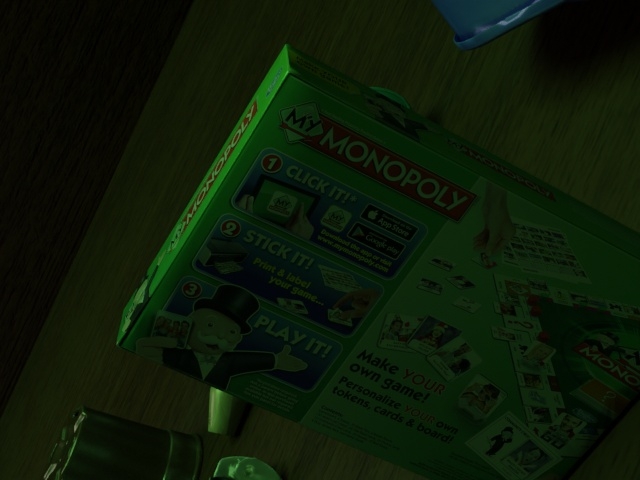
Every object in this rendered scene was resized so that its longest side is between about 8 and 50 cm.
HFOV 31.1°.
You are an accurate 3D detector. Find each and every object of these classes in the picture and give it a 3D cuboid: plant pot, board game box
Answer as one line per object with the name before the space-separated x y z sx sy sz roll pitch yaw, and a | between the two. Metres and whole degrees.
plant pot | -0.266 0.304 1.513 0.167 0.165 0.167 -53 21 31
board game box | 0.063 0.042 0.729 0.213 0.317 0.046 -56 20 23

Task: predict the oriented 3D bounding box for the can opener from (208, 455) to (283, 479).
can opener | -0.110 0.364 1.203 0.095 0.076 0.283 73 -146 -69

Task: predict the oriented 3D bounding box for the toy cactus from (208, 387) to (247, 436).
toy cactus | -0.111 0.149 1.422 0.219 0.112 0.181 -6 69 59

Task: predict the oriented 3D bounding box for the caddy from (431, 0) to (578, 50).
caddy | 0.214 -0.285 0.975 0.241 0.179 0.341 -45 12 -21

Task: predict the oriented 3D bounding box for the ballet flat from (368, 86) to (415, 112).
ballet flat | 0.022 0.017 1.206 0.139 0.139 0.400 -40 26 51
